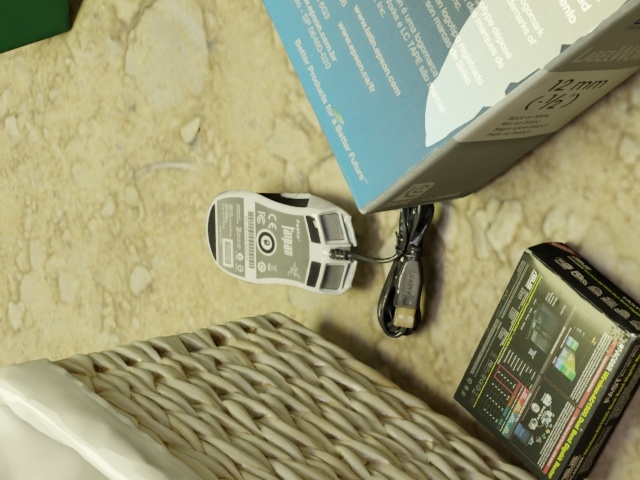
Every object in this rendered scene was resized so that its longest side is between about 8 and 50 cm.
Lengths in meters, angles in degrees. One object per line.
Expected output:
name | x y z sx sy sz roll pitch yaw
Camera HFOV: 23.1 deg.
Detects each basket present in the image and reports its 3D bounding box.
basket | -0.045 0.261 0.991 0.331 0.266 0.328 30 117 32

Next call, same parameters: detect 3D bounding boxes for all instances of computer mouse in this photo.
computer mouse | 0.000 0.000 1.087 0.193 0.042 0.106 13 110 38

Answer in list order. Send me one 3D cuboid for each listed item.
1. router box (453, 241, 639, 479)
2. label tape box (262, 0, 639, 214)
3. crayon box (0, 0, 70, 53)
router box | 0.143 0.075 0.949 0.092 0.038 0.122 44 125 33
label tape box | 0.111 -0.206 0.889 0.348 0.115 0.249 -37 70 40
crayon box | -0.313 -0.376 1.224 0.363 0.106 0.313 57 155 23
